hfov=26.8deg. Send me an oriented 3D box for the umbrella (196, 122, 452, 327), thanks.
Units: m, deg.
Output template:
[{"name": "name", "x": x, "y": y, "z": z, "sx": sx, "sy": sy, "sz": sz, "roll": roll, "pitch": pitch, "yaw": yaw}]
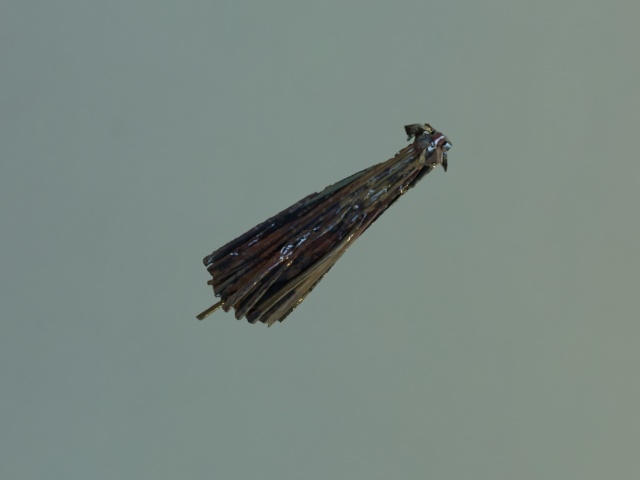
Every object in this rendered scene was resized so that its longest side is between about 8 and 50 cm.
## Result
[{"name": "umbrella", "x": 0.000, "y": -0.002, "z": 0.339, "sx": 0.083, "sy": 0.031, "sz": 0.020, "roll": -41, "pitch": -148, "yaw": 17}]
